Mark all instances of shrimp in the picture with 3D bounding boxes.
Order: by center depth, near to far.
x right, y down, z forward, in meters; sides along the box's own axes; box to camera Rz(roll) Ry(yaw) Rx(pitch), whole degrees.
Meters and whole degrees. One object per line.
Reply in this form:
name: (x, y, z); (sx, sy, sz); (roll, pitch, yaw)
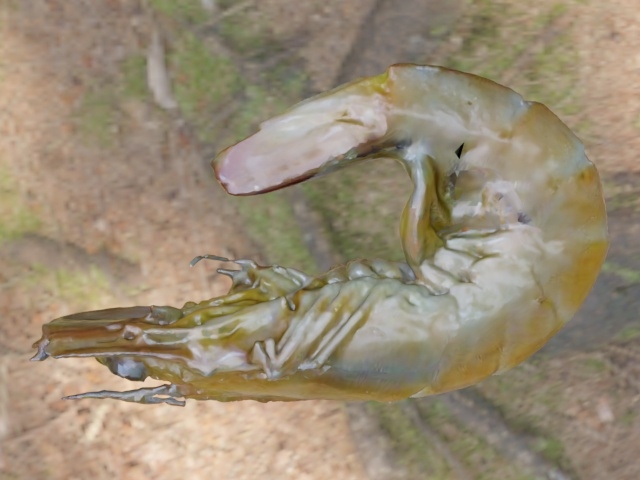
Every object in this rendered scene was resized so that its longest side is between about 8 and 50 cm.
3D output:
shrimp: (0.002, 0.004, 0.437); (0.045, 0.162, 0.095); (-110, 17, -50)
